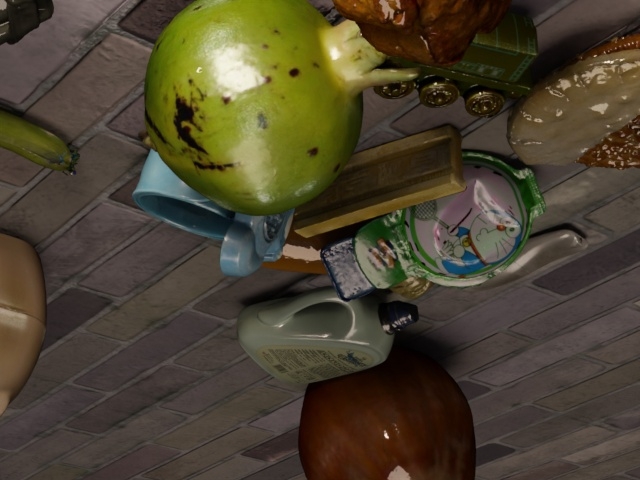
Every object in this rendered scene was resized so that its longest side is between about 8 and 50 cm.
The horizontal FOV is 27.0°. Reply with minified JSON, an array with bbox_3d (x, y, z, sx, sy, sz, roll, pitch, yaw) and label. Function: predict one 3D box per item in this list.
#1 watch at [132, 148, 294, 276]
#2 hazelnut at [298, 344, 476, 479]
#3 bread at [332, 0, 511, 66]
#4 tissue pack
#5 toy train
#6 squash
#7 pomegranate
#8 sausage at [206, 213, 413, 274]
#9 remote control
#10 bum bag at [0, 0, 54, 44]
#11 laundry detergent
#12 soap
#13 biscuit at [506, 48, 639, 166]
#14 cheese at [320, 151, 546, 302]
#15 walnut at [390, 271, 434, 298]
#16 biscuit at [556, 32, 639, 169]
[{"bbox_3d":[-0.144,-0.060,1.780,0.193,0.211,0.211,14,154,14],"label":"watch"},{"bbox_3d":[0.122,0.362,2.381,0.366,0.365,0.366,-1,151,-1],"label":"hazelnut"},{"bbox_3d":[0.110,-0.284,1.291,0.135,0.246,0.232,8,152,38],"label":"bread"},{"bbox_3d":[-0.595,0.163,2.043,0.267,0.276,0.387,22,143,-31],"label":"tissue pack"},{"bbox_3d":[0.154,-0.222,1.565,0.225,0.090,0.137,9,146,-18],"label":"toy train"},{"bbox_3d":[-0.387,-0.132,1.741,0.052,0.052,0.183,-25,142,36],"label":"squash"},{"bbox_3d":[-0.047,-0.166,1.494,0.341,0.260,0.260,-22,146,30],"label":"pomegranate"},{"bbox_3d":[0.000,-0.006,1.937,0.328,0.112,0.112,4,151,-11],"label":"sausage"},{"bbox_3d":[0.309,0.038,2.096,0.229,0.044,0.073,-21,143,32],"label":"remote control"},{"bbox_3d":[-0.429,-0.253,1.494,0.326,0.079,0.142,-12,143,24],"label":"bum bag"},{"bbox_3d":[0.024,0.144,2.211,0.280,0.105,0.215,-18,140,30],"label":"laundry detergent"},{"bbox_3d":[0.077,-0.079,1.818,0.252,0.092,0.037,-17,150,27],"label":"soap"},{"bbox_3d":[0.325,-0.170,1.645,0.141,0.038,0.290,22,144,-30],"label":"biscuit"},{"bbox_3d":[0.160,-0.009,1.873,0.320,0.083,0.204,-24,112,2],"label":"cheese"},{"bbox_3d":[0.141,0.048,2.071,0.092,0.092,0.092,-1,151,-1],"label":"walnut"},{"bbox_3d":[0.425,-0.171,1.723,0.305,0.038,0.305,-1,152,-1],"label":"biscuit"}]
